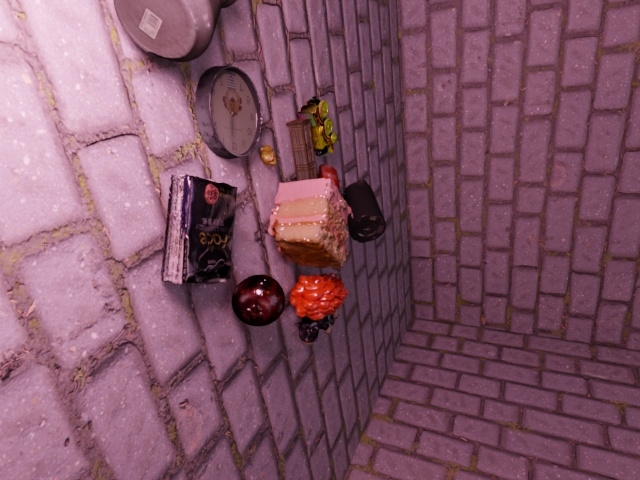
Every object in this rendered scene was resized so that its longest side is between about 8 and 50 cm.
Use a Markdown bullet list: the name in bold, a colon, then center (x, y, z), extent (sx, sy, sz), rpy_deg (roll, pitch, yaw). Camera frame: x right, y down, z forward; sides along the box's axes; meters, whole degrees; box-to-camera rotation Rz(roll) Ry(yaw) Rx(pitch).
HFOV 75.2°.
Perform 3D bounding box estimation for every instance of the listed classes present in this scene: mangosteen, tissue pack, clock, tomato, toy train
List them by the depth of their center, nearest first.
- **tissue pack**: center (-0.362, -0.026, 1.296), extent (0.245, 0.123, 0.333), rpy_deg (8, 87, -62)
- **clock**: center (-0.304, -0.437, 1.427), extent (0.312, 0.061, 0.313), rpy_deg (3, 90, -65)
- **mangosteen**: center (-0.226, 0.217, 1.538), extent (0.210, 0.209, 0.210), rpy_deg (-17, 109, -63)
- **toy train**: center (-0.008, -0.533, 1.988), extent (0.161, 0.100, 0.296), rpy_deg (-60, 146, -30)
- **tomato**: center (0.042, -0.269, 2.026), extent (0.228, 0.101, 0.228), rpy_deg (175, -90, -81)

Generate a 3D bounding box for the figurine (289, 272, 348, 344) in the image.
- **figurine**: center (-0.012, 0.323, 2.005), extent (0.306, 0.241, 0.412), rpy_deg (-28, 140, -34)

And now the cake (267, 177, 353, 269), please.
- **cake**: center (-0.046, -0.068, 1.767), extent (0.314, 0.292, 0.307), rpy_deg (54, 41, -59)

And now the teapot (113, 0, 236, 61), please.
- **teapot**: center (-0.358, -0.639, 1.113), extent (0.300, 0.253, 0.344), rpy_deg (116, -5, -51)

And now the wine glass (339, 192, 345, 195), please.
- **wine glass**: center (0.102, -0.162, 2.291), extent (0.079, 0.079, 0.196), rpy_deg (-10, 101, -64)

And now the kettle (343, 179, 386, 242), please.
- **kettle**: center (0.243, -0.149, 2.348), extent (0.262, 0.203, 0.308), rpy_deg (66, 11, -45)

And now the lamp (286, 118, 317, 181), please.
- **lamp**: center (-0.075, -0.377, 1.880), extent (0.089, 0.090, 0.326), rpy_deg (-44, 131, -54)

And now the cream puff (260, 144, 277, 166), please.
- **cream puff**: center (-0.209, -0.334, 1.651), extent (0.058, 0.083, 0.083), rpy_deg (-30, 146, -12)
